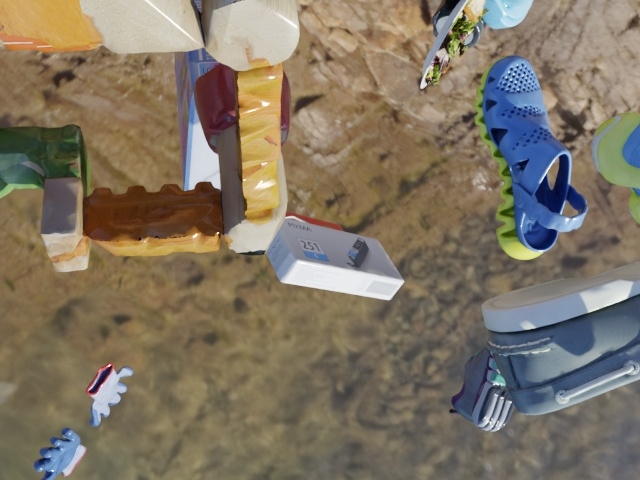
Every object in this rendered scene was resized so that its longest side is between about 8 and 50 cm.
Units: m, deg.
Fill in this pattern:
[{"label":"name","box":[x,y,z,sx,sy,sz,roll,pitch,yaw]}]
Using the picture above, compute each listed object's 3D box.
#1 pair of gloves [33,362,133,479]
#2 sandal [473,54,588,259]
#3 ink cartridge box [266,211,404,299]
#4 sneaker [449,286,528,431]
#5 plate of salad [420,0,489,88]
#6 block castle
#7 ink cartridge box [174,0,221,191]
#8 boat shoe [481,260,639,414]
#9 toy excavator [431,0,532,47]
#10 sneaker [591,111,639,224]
[{"label":"pair of gloves","box":[-0.320,0.246,1.042,0.023,0.159,0.198,31,69,7]},{"label":"sandal","box":[0.330,-0.129,1.187,0.126,0.138,0.318,-17,96,-24]},{"label":"ink cartridge box","box":[0.000,0.000,1.624,0.296,0.261,0.066,12,123,-39]},{"label":"sneaker","box":[0.257,0.164,1.152,0.083,0.098,0.224,34,77,-28]},{"label":"plate of salad","box":[0.235,-0.348,1.353,0.048,0.200,0.200,32,106,6]},{"label":"block castle","box":[-0.239,-0.132,0.538,0.452,0.213,0.303,-5,149,-6]},{"label":"ink cartridge box","box":[-0.191,-0.324,1.458,0.151,0.396,0.270,0,145,-14]},{"label":"boat shoe","box":[0.291,0.067,0.644,0.319,0.116,0.099,-11,92,-10]},{"label":"toy excavator","box":[0.363,-0.595,1.408,0.433,0.445,0.222,49,57,-37]},{"label":"sneaker","box":[0.385,-0.041,0.779,0.240,0.126,0.091,40,62,-15]}]
